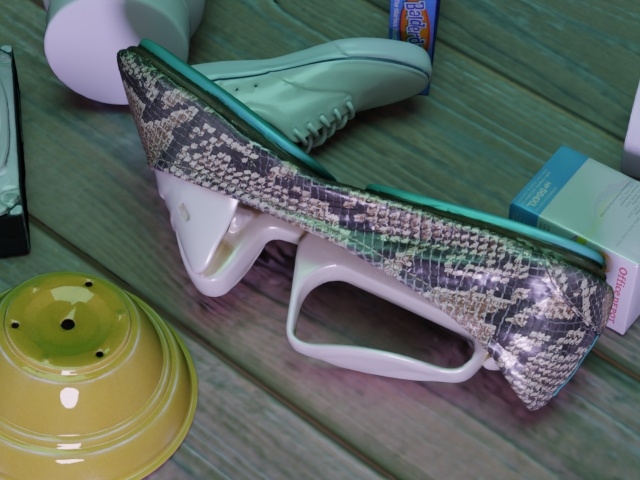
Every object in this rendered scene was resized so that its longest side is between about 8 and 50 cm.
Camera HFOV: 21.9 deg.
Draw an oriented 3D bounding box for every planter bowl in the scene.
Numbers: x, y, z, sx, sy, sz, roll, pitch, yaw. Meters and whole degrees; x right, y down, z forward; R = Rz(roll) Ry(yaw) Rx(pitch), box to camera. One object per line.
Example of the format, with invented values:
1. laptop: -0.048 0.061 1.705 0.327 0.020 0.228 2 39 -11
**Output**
1. planter bowl: -0.202 0.091 1.324 0.217 0.090 0.217 5 48 -6

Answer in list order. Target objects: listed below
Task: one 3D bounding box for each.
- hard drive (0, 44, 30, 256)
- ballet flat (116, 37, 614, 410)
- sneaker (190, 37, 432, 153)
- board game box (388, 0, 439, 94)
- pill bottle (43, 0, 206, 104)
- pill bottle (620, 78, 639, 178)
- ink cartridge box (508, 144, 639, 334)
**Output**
1. hard drive: -0.442 -0.070 1.509 0.338 0.064 0.237 -7 47 -6
2. ballet flat: 0.000 0.000 1.382 0.482 0.164 0.182 27 86 14
3. sneaker: -0.018 -0.123 1.556 0.258 0.094 0.091 -10 65 -3
4. board game box: 0.099 -0.273 1.635 0.047 0.160 0.210 6 48 4
5. pill bottle: -0.189 -0.280 1.637 0.161 0.161 0.283 0 47 0
6. pill bottle: 0.420 -0.090 1.467 0.283 0.160 0.160 15 49 13
7. ink cartridge box: 0.243 0.003 1.425 0.143 0.092 0.090 29 53 25
